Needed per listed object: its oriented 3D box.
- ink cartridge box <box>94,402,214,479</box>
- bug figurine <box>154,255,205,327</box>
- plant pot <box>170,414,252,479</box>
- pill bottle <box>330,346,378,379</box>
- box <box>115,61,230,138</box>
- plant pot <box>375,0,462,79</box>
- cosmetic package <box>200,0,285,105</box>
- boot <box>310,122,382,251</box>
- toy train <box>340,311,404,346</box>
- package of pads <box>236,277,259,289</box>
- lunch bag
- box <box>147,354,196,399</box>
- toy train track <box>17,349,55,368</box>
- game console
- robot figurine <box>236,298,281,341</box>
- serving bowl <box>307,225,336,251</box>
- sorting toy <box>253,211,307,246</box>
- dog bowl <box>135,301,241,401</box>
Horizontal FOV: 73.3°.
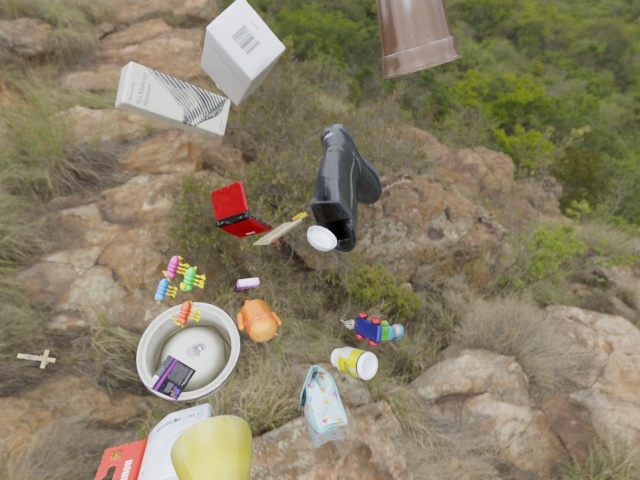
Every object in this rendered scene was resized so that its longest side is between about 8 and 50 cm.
[{"bbox_3d":[-0.545,0.698,1.389,0.384,0.091,0.308,-12,17,-9],"label":"ink cartridge box"},{"bbox_3d":[-0.517,0.174,1.551,0.278,0.072,0.217,27,101,42],"label":"bug figurine"},{"bbox_3d":[-0.163,0.365,0.686,0.134,0.134,0.095,-25,37,-12],"label":"plant pot"},{"bbox_3d":[0.125,0.467,1.656,0.184,0.103,0.103,-4,39,53],"label":"pill bottle"},{"bbox_3d":[-0.392,-0.370,1.160,0.094,0.274,0.113,11,91,52],"label":"box"},{"bbox_3d":[0.187,-0.433,0.870,0.166,0.165,0.167,-15,20,6],"label":"plant pot"},{"bbox_3d":[-0.269,-0.596,1.409,0.155,0.197,0.365,-47,18,-8],"label":"cosmetic package"},{"bbox_3d":[0.103,-0.136,1.437,0.146,0.367,0.446,-26,36,22],"label":"boot"},{"bbox_3d":[0.203,0.336,1.697,0.143,0.105,0.248,5,2,-29],"label":"toy train"},{"bbox_3d":[-0.280,0.167,1.664,0.083,0.050,0.032,-5,68,-21],"label":"package of pads"},{"bbox_3d":[-0.004,0.663,1.742,0.159,0.224,0.263,-14,55,-16],"label":"lunch bag"},{"bbox_3d":[-0.499,0.465,1.454,0.029,0.162,0.116,20,65,27],"label":"box"},{"bbox_3d":[-0.722,0.300,1.092,0.083,0.014,0.048,21,46,-33],"label":"toy train track"},{"bbox_3d":[-0.203,-0.074,1.097,0.143,0.124,0.085,-10,61,44],"label":"game console"},{"bbox_3d":[-0.259,0.334,1.791,0.128,0.158,0.219,-45,40,1],"label":"robot figurine"},{"bbox_3d":[0.000,0.000,1.117,0.083,0.027,0.083,20,35,-15],"label":"serving bowl"},{"bbox_3d":[-0.175,-0.055,2.146,0.307,0.041,0.229,-36,12,-26],"label":"sorting toy"},{"bbox_3d":[-0.524,0.469,1.762,0.406,0.151,0.409,1,55,-2],"label":"dog bowl"}]
